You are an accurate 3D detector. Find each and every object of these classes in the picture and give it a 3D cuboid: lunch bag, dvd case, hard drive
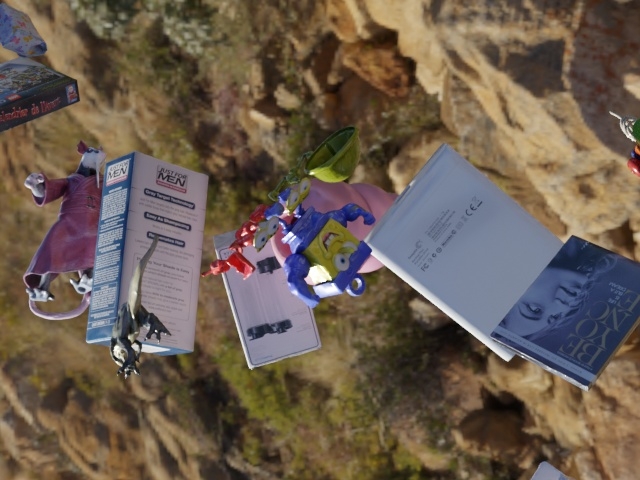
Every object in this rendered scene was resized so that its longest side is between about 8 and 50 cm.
[{"bbox_3d":[-0.500,-0.344,1.563,0.053,0.083,0.071,-41,68,18],"label":"lunch bag"},{"bbox_3d":[0.378,0.099,1.372,0.164,0.221,0.018,28,155,36],"label":"dvd case"},{"bbox_3d":[0.280,0.025,1.689,0.233,0.353,0.047,-51,14,4],"label":"hard drive"}]

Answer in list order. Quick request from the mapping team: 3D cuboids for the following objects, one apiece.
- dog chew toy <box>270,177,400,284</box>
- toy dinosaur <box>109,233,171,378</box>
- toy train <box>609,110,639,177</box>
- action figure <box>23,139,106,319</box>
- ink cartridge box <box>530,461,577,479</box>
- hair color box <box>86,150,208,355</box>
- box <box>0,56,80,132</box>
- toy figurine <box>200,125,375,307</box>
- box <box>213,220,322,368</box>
[{"bbox_3d":[0.065,-0.023,1.836,0.207,0.332,0.206,6,99,47],"label":"dog chew toy"},{"bbox_3d":[-0.278,0.129,1.421,0.268,0.064,0.118,-66,35,34],"label":"toy dinosaur"},{"bbox_3d":[0.580,-0.178,1.661,0.105,0.143,0.248,-45,58,9],"label":"toy train"},{"bbox_3d":[-0.490,-0.044,1.996,0.275,0.248,0.370,107,167,-57],"label":"action figure"},{"bbox_3d":[0.305,0.350,1.105,0.181,0.061,0.104,32,90,31],"label":"ink cartridge box"},{"bbox_3d":[-0.318,0.028,1.745,0.105,0.174,0.347,-12,68,44],"label":"hair color box"},{"bbox_3d":[-0.556,-0.243,1.608,0.159,0.233,0.044,27,131,32],"label":"box"},{"bbox_3d":[0.000,0.000,1.589,0.217,0.362,0.191,46,143,-11],"label":"toy figurine"},{"bbox_3d":[-0.113,0.112,2.010,0.087,0.169,0.290,-121,15,-68],"label":"box"}]
